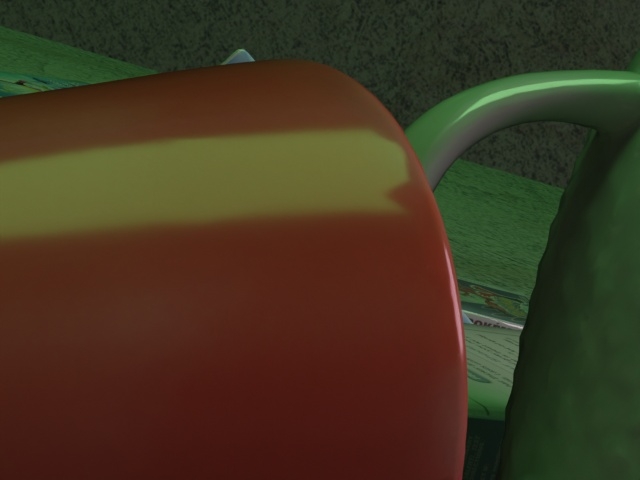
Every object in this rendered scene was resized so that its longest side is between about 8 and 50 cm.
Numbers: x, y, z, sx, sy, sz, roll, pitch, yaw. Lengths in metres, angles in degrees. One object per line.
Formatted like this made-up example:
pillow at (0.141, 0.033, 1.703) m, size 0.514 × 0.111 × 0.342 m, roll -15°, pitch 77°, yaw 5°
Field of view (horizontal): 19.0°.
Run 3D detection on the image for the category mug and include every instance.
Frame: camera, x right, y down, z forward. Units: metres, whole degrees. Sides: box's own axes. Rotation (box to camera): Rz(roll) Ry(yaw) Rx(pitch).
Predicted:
mug at (0.182, 0.050, 0.857) m, size 0.374 × 0.328 × 0.276 m, roll 10°, pitch -6°, yaw -20°

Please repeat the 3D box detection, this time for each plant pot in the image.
plant pot at (-0.114, 0.057, 0.761) m, size 0.243 × 0.275 × 0.275 m, roll 0°, pitch 16°, yaw -30°

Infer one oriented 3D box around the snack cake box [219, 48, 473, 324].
snack cake box at (0.000, 0.000, 1.324) m, size 0.264 × 0.089 × 0.152 m, roll 50°, pitch 1°, yaw 0°

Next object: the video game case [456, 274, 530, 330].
video game case at (0.137, 0.059, 1.880) m, size 0.183 × 0.023 × 0.201 m, roll 15°, pitch 9°, yaw -11°

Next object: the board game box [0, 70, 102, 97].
board game box at (-0.277, -0.105, 1.879) m, size 0.336 × 0.079 × 0.254 m, roll 4°, pitch 14°, yaw -42°

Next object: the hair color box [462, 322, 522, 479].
hair color box at (0.066, 0.119, 1.106) m, size 0.374 × 0.114 × 0.185 m, roll 10°, pitch 11°, yaw -40°
